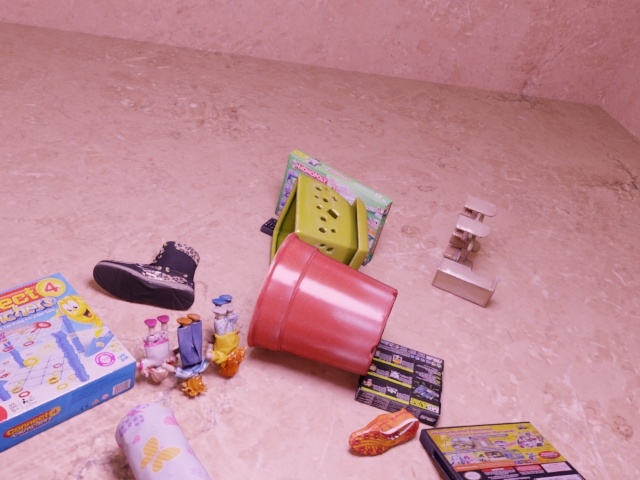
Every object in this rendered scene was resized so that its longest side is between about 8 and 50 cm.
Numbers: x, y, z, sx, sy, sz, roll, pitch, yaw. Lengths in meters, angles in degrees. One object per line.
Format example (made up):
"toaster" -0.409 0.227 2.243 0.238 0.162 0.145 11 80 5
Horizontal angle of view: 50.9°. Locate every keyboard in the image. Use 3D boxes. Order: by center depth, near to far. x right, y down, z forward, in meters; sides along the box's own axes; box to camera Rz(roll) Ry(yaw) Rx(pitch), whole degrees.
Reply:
"keyboard" -0.080 -0.008 1.890 0.180 0.023 0.108 25 36 12

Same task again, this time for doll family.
"doll family" -0.243 0.227 1.388 0.263 0.163 0.118 -15 21 -41

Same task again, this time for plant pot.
"plant pot" 0.015 0.155 1.481 0.265 0.272 0.272 21 35 8
"plant pot" 0.000 0.000 1.732 0.207 0.227 0.228 14 43 -14

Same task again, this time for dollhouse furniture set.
"dollhouse furniture set" 0.436 0.038 1.891 0.161 0.212 0.242 23 62 11

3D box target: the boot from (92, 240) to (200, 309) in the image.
"boot" -0.404 0.066 1.599 0.236 0.085 0.179 17 32 -11

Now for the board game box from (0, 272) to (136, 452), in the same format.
"board game box" -0.573 0.225 1.305 0.302 0.086 0.308 39 41 28

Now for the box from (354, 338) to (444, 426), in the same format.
"box" 0.185 0.317 1.537 0.190 0.045 0.184 18 37 1

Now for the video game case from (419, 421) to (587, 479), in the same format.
"video game case" 0.376 0.458 1.365 0.274 0.035 0.248 2 19 -19

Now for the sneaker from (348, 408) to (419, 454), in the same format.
"sneaker" 0.125 0.398 1.401 0.175 0.064 0.067 -4 20 -36

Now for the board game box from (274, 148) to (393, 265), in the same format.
"board game box" 0.030 -0.093 1.886 0.317 0.214 0.046 31 37 18

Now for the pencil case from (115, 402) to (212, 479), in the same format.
"pencil case" -0.253 0.394 1.136 0.113 0.124 0.273 -33 41 -17
